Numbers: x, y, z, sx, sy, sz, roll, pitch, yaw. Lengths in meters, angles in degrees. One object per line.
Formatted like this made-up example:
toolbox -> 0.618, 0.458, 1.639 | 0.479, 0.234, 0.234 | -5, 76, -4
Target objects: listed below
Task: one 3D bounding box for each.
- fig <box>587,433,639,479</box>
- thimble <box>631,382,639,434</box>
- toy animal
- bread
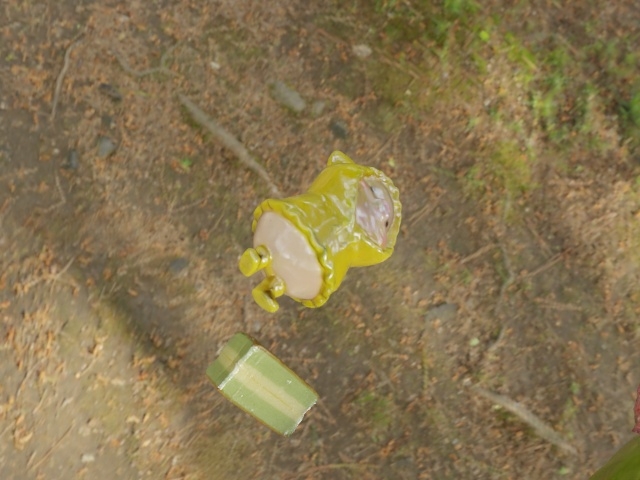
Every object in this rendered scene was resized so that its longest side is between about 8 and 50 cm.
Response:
fig -> 0.266, 0.201, 0.524 | 0.233, 0.314, 0.233 | -1, 82, 9
thimble -> 0.424, 0.170, 0.903 | 0.163, 0.190, 0.125 | 28, 83, -54
toy animal -> -0.001, -0.005, 1.078 | 0.230, 0.156, 0.156 | -33, 81, -38
bread -> -0.058, 0.178, 1.052 | 0.139, 0.084, 0.074 | 43, 82, -17
